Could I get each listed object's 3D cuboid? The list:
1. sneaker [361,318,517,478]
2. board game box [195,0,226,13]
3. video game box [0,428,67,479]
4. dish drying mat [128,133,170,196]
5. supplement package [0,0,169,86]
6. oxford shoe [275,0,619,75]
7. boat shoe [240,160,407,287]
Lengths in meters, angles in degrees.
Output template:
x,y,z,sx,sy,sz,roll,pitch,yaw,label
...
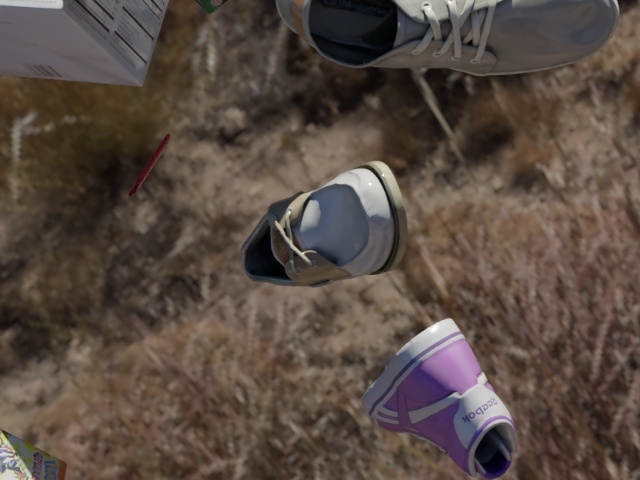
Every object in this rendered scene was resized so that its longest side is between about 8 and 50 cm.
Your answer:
x,y,z,sx,sy,sz,roll,pitch,yaw,label
0.131,0.199,1.599,0.102,0.161,0.282,-33,-12,-12,sneaker
-0.117,-0.382,1.571,0.213,0.046,0.317,-39,48,-7,board game box
-0.395,0.311,1.754,0.048,0.187,0.205,-38,33,27,video game box
-0.199,-0.088,1.736,0.083,0.008,0.032,-61,5,-33,dish drying mat
-0.353,-0.304,1.826,0.262,0.204,0.145,8,73,25,supplement package
0.166,-0.284,1.916,0.449,0.169,0.130,4,26,-5,oxford shoe
0.000,0.000,1.553,0.103,0.113,0.302,-15,-9,-20,boat shoe
